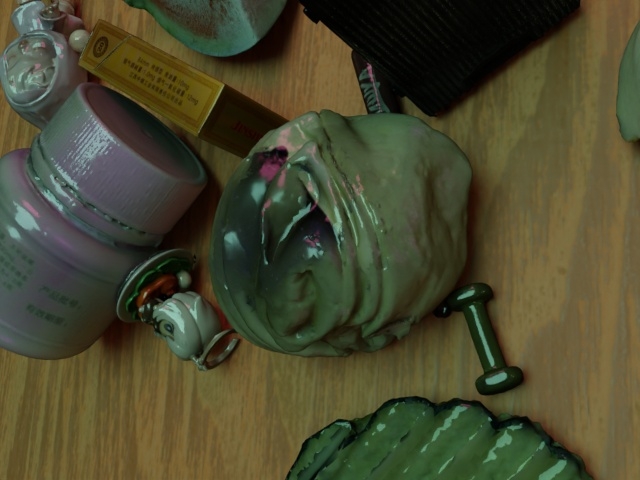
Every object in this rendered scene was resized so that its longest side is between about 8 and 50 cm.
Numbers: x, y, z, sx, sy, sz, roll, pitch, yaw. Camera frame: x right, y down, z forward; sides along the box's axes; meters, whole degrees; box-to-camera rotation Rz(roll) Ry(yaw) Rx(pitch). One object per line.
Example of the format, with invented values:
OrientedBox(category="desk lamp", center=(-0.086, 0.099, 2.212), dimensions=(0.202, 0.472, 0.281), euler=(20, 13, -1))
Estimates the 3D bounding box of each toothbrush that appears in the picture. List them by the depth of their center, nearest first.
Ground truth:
OrientedBox(category="toothbrush", center=(0.098, -0.081, 0.912), dimensions=(0.041, 0.041, 0.364), euler=(-25, 68, 26))

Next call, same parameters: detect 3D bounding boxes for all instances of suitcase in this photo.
OrientedBox(category="suitcase", center=(0.102, -0.298, 0.783), dimensions=(0.229, 0.335, 0.152), euler=(-35, 58, 21))

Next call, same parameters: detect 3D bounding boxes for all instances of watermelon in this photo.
OrientedBox(category="watermelon", center=(-0.160, -0.381, 1.044), dimensions=(0.320, 0.213, 0.289), euler=(-26, 68, 13))

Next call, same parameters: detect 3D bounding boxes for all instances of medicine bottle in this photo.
OrientedBox(category="medicine bottle", center=(-0.335, -0.027, 1.045), dimensions=(0.325, 0.256, 0.256), euler=(-49, 58, 13))

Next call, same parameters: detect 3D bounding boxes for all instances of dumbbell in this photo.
OrientedBox(category="dumbbell", center=(0.174, 0.104, 0.813), dimensions=(0.052, 0.046, 0.118), euler=(-25, 66, 20))

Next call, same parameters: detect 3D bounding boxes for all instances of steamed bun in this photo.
OrientedBox(category="steamed bun", center=(0.000, 0.000, 0.832), dimensions=(0.275, 0.206, 0.320), euler=(45, 119, 29))

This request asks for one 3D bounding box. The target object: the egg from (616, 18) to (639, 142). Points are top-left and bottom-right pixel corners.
OrientedBox(category="egg", center=(0.396, -0.182, 0.665), dimensions=(0.286, 0.174, 0.264), euler=(-1, 74, 36))

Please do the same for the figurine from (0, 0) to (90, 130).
OrientedBox(category="figurine", center=(-0.455, -0.308, 1.267), dimensions=(0.200, 0.133, 0.276), euler=(-12, 68, 12))

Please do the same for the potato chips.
OrientedBox(category="potato chips", center=(0.095, 0.343, 0.799), dimensions=(0.429, 0.070, 0.358), euler=(-50, 61, 14))

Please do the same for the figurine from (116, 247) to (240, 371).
OrientedBox(category="figurine", center=(-0.174, 0.100, 1.007), dimensions=(0.153, 0.132, 0.132), euler=(41, 102, 20))

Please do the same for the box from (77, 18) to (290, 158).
OrientedBox(category="box", center=(-0.178, -0.195, 1.033), dimensions=(0.274, 0.174, 0.076), euler=(33, 96, 34))
